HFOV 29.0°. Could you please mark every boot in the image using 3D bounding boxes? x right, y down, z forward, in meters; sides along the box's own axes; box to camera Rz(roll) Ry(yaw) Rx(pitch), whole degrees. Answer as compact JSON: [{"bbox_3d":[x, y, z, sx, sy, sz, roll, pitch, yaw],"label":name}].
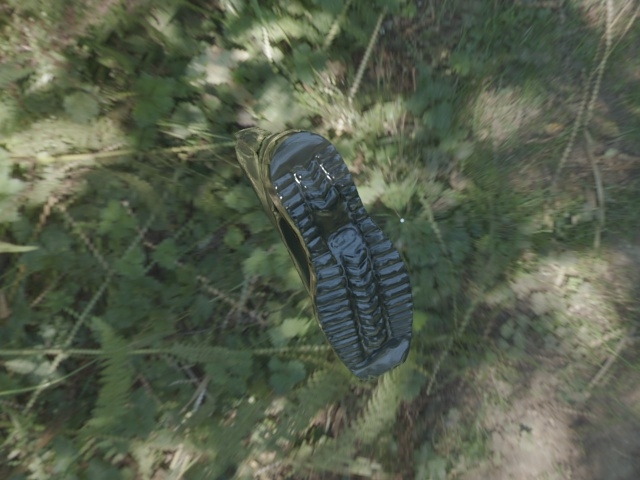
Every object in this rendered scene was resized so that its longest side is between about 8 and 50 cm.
[{"bbox_3d":[0.000,0.000,0.950,0.077,0.137,0.198,-23,107,-14],"label":"boot"}]
